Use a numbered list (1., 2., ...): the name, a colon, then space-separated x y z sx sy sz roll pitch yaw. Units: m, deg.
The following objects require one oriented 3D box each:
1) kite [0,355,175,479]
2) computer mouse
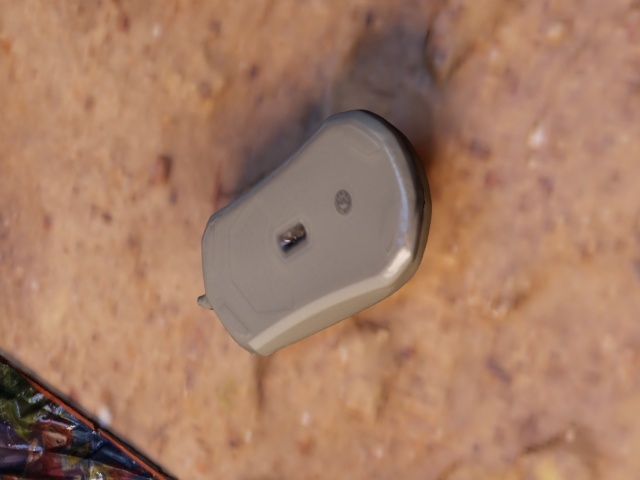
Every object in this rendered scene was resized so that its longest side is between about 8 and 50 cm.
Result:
1. kite: -0.097 0.141 0.549 0.189 0.009 0.232 -25 74 33
2. computer mouse: 0.000 0.000 0.467 0.110 0.032 0.056 -32 69 43
